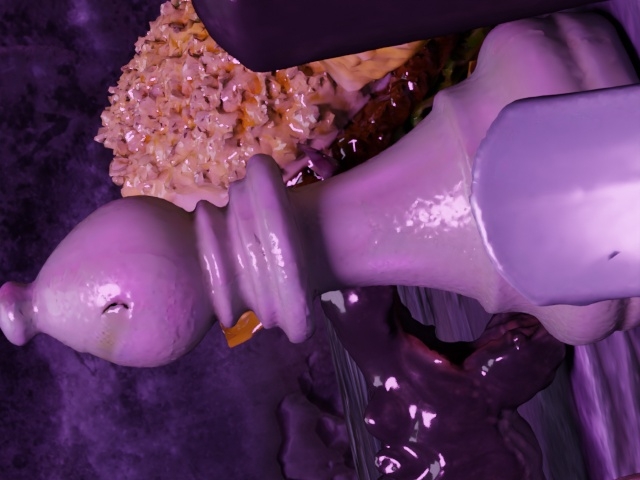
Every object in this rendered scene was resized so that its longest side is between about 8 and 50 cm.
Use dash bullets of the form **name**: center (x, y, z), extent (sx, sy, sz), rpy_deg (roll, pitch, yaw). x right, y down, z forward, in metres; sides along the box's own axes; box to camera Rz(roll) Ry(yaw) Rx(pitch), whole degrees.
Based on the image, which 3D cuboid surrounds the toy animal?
- **toy animal**: center (0.079, 0.163, 1.046), extent (0.106, 0.168, 0.343), rpy_deg (-133, 44, -85)

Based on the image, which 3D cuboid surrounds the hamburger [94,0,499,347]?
- **hamburger**: center (-0.006, -0.086, 0.996), extent (0.138, 0.261, 0.243), rpy_deg (44, -164, -25)

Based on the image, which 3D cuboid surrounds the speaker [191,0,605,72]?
- **speaker**: center (0.024, -0.247, 0.460), extent (0.184, 0.180, 0.388), rpy_deg (-79, -23, -84)

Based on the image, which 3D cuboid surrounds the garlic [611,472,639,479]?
- **garlic**: center (0.097, 0.200, 0.531), extent (0.207, 0.257, 0.207), rpy_deg (39, 162, 15)

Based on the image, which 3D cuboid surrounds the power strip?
- **power strip**: center (0.106, -0.012, 0.277), extent (0.216, 0.137, 0.044), rpy_deg (-175, 78, -80)

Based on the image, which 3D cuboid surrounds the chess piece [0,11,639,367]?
- **chess piece**: center (0.000, 0.000, 0.796), extent (0.139, 0.271, 0.139), rpy_deg (166, 90, -87)

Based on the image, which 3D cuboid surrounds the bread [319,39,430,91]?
- **bread**: center (0.000, -0.174, 0.822), extent (0.197, 0.170, 0.197), rpy_deg (-160, 90, -82)
